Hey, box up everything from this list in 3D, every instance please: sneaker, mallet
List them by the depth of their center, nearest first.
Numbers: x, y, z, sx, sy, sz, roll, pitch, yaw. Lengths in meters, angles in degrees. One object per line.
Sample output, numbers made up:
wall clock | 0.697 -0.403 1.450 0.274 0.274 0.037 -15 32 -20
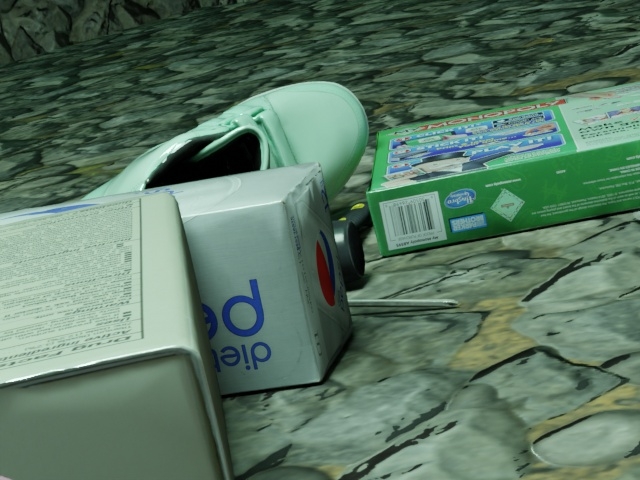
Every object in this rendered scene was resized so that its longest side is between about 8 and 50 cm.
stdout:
sneaker | -0.037 -0.041 1.158 0.256 0.094 0.151 -32 4 -34
mallet | 0.000 0.000 1.159 0.062 0.039 0.190 -13 7 7

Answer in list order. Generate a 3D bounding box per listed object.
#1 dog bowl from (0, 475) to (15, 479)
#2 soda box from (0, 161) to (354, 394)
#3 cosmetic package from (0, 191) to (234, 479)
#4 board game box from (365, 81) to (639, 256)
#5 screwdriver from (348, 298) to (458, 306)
dog bowl | -0.179 0.107 0.235 0.408 0.150 0.408 8 2 0
soda box | -0.134 0.034 0.970 0.286 0.098 0.091 -8 13 14
cosmetic package | -0.118 0.071 0.749 0.160 0.113 0.309 -13 13 -2
board game box | 0.192 -0.063 1.221 0.317 0.046 0.213 -11 11 6
screwdriver | -0.002 0.036 1.032 0.170 0.024 0.025 0 -13 21
